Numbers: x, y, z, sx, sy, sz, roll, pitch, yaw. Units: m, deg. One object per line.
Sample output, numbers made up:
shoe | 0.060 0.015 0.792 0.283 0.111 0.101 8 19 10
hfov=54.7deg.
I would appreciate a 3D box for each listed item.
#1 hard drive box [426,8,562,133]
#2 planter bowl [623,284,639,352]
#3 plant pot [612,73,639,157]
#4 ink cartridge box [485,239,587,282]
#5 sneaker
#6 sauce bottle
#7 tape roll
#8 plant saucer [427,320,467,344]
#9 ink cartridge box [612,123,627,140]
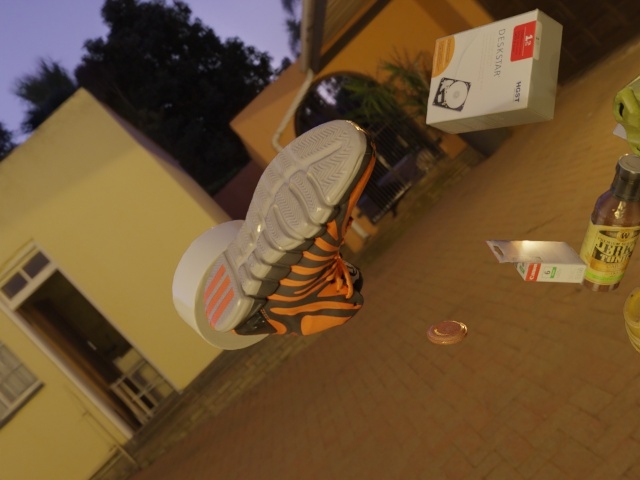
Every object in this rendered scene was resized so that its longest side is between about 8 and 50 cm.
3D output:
hard drive box | 0.325 -0.311 1.177 0.232 0.089 0.181 1 82 51
planter bowl | 0.802 0.168 1.484 0.217 0.090 0.217 -51 25 34
plant pot | 0.644 -0.241 1.012 0.254 0.276 0.276 -33 2 6
ink cartridge box | 0.275 0.026 0.802 0.063 0.115 0.029 -99 12 -62
sneaker | 0.000 0.000 0.765 0.180 0.124 0.321 13 -51 -37
sauce bottle | 0.657 -0.033 1.386 0.111 0.111 0.344 -45 -36 -35
tape roll | -0.186 0.102 1.405 0.286 0.286 0.100 -44 44 -18
plant saucer | 0.264 0.189 1.290 0.084 0.013 0.083 -11 20 4
ink cartridge box | 0.806 -0.222 1.419 0.086 0.209 0.153 -62 28 18
